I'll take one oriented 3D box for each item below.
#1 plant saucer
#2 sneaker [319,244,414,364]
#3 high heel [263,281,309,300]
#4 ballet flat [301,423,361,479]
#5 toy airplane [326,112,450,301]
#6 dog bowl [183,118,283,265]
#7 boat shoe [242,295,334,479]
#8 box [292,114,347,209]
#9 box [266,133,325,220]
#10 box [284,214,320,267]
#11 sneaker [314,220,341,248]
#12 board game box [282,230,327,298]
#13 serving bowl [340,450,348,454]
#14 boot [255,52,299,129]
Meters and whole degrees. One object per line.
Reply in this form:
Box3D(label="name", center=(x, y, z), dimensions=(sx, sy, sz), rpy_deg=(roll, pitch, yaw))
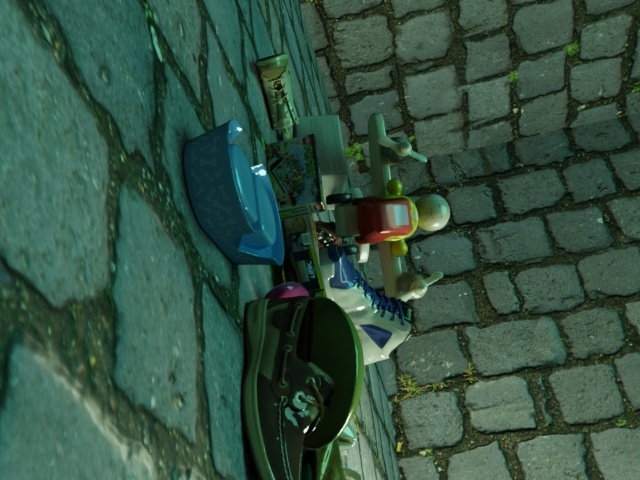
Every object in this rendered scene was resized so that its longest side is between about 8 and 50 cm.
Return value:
Box3D(label="plant saucer", center=(0.003, 0.211, 1.268), dimensions=(0.241, 0.037, 0.241), rpy_deg=(-22, -116, 55))
Box3D(label="sneaker", center=(0.105, 0.141, 1.712), dimensions=(0.127, 0.182, 0.316), rpy_deg=(-92, 168, -61))
Box3D(label="high heel", center=(-0.046, 0.164, 1.417), dimensions=(0.244, 0.082, 0.117), rpy_deg=(93, -20, -61))
Box3D(label="ballet flat", center=(0.012, 0.369, 1.337), dimensions=(0.123, 0.123, 0.349), rpy_deg=(69, 12, -51))
Box3D(label="toy airplane", center=(0.167, -0.048, 1.867), dimensions=(0.384, 0.272, 0.386), rpy_deg=(-92, 172, -46))
Box3D(label="dog bowl", center=(-0.125, -0.059, 1.179), dimensions=(0.297, 0.074, 0.166), rpy_deg=(63, 16, -67))
Box3D(label="boat shoe", center=(-0.040, 0.221, 1.173), dimensions=(0.342, 0.123, 0.123), rpy_deg=(-95, 170, -45))
Box3D(label="box", center=(-0.007, -0.194, 2.019), dimensions=(0.182, 0.119, 0.181), rpy_deg=(99, -15, -63))
Box3D(label="box", center=(-0.055, -0.138, 1.712), dimensions=(0.036, 0.114, 0.207), rpy_deg=(70, 10, -49))
Box3D(label="box", center=(-0.036, 0.034, 1.776), dimensions=(0.063, 0.067, 0.324), rpy_deg=(63, 18, -65))
Box3D(label="sneaker", center=(0.000, 0.000, 1.995), dimensions=(0.276, 0.097, 0.135), rpy_deg=(68, 12, -66))
Box3D(label="board game box", center=(-0.032, 0.087, 1.573), dimensions=(0.141, 0.048, 0.170), rpy_deg=(108, -29, -61))
Box3D(label="serving bowl", center=(0.044, 0.462, 1.851), dimensions=(0.083, 0.027, 0.083), rpy_deg=(-12, 90, -84))
Box3D(label="boot", center=(-0.098, -0.348, 1.874), dimensions=(0.213, 0.077, 0.165), rpy_deg=(-94, 173, -87))
